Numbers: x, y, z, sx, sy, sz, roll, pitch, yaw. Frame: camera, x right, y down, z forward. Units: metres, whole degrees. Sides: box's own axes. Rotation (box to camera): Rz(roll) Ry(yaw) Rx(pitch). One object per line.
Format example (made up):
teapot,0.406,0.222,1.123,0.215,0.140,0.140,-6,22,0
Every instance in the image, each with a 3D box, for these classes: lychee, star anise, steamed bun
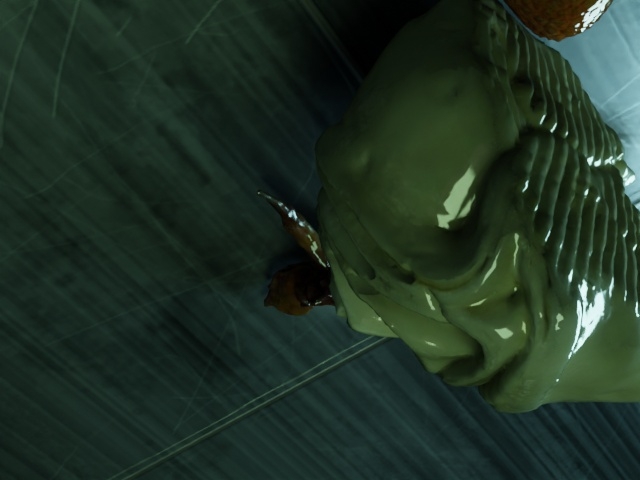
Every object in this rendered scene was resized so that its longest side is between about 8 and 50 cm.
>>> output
lychee,0.172,-0.213,1.160,0.114,0.101,0.140,-11,140,-4
star anise,0.003,0.001,1.364,0.158,0.140,0.144,-18,102,9
steamed bun,0.123,-0.007,1.236,0.219,0.310,0.324,-25,153,25
